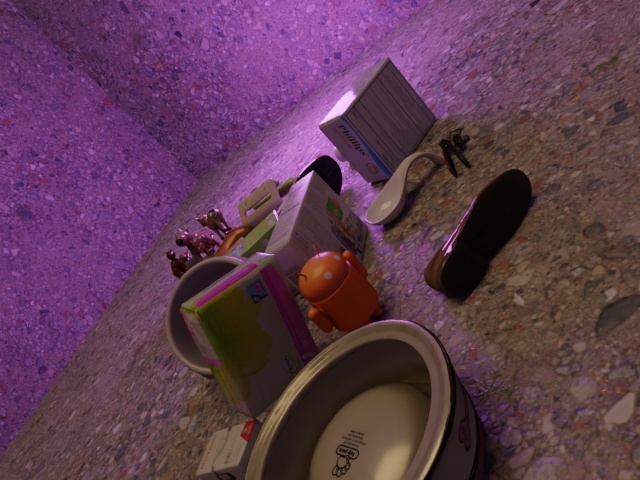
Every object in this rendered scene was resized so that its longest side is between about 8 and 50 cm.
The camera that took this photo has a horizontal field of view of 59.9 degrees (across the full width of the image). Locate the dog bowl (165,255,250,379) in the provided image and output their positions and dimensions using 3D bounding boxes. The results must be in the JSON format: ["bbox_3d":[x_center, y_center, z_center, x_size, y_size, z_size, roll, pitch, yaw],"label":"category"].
[{"bbox_3d":[-0.257,0.201,1.469,0.348,0.102,0.349,-6,72,20],"label":"dog bowl"}]

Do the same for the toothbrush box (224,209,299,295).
[{"bbox_3d":[-0.163,0.087,1.645,0.283,0.206,0.122,-44,21,4],"label":"toothbrush box"}]

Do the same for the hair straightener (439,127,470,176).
[{"bbox_3d":[0.378,-0.252,1.522,0.089,0.047,0.230,-36,19,21],"label":"hair straightener"}]

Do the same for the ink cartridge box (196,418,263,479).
[{"bbox_3d":[-0.185,0.463,1.201,0.150,0.063,0.109,-29,26,36],"label":"ink cartridge box"}]

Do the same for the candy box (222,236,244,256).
[{"bbox_3d":[-0.288,0.167,1.754,0.316,0.183,0.087,-47,20,-6],"label":"candy box"}]

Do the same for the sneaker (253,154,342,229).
[{"bbox_3d":[-0.111,-0.112,1.960,0.257,0.169,0.448,-9,44,53],"label":"sneaker"}]

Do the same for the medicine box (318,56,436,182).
[{"bbox_3d":[0.186,-0.381,1.784,0.289,0.263,0.149,-54,23,-23],"label":"medicine box"}]

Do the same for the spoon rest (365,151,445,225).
[{"bbox_3d":[0.224,-0.150,1.547,0.276,0.084,0.137,-47,21,-8],"label":"spoon rest"}]

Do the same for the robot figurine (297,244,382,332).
[{"bbox_3d":[0.039,0.114,1.215,0.158,0.219,0.128,-42,21,5],"label":"robot figurine"}]

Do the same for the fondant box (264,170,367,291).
[{"bbox_3d":[0.000,0.000,1.466,0.096,0.238,0.330,-32,25,32],"label":"fondant box"}]

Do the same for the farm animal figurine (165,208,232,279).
[{"bbox_3d":[-0.517,-0.004,2.350,0.330,0.172,0.327,-43,-7,3],"label":"farm animal figurine"}]

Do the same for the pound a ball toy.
[{"bbox_3d":[-0.152,-0.151,2.188,0.208,0.136,0.319,-11,-13,-42],"label":"pound a ball toy"}]

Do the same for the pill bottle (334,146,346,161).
[{"bbox_3d":[0.133,-0.355,2.063,0.169,0.094,0.094,-23,30,44],"label":"pill bottle"}]

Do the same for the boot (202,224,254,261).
[{"bbox_3d":[-0.366,0.075,2.174,0.283,0.109,0.220,-32,29,10],"label":"boot"}]

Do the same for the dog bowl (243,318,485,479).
[{"bbox_3d":[0.073,0.330,0.866,0.408,0.150,0.408,-36,24,19],"label":"dog bowl"}]

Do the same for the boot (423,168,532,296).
[{"bbox_3d":[0.315,-0.023,1.141,0.305,0.112,0.115,-51,12,-10],"label":"boot"}]

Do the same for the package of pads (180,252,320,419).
[{"bbox_3d":[-0.146,0.209,1.210,0.229,0.297,0.101,-36,23,-31],"label":"package of pads"}]
